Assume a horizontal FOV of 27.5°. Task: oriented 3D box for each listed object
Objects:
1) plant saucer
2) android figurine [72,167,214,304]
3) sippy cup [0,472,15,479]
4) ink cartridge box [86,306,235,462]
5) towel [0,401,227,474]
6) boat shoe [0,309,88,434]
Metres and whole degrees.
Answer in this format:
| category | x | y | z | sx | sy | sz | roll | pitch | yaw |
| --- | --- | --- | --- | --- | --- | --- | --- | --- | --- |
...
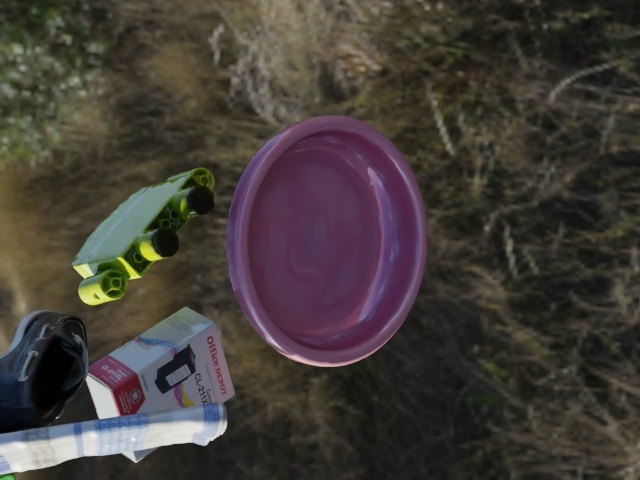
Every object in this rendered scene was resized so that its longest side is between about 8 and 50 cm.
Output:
| category | x | y | z | sx | sy | sz | roll | pitch | yaw |
| --- | --- | --- | --- | --- | --- | --- | --- | --- | --- |
| plant saucer | 0.000 | 0.000 | 1.750 | 0.084 | 0.332 | 0.332 | 3 | 87 | 50 |
| android figurine | -0.256 | -0.010 | 1.860 | 0.273 | 0.056 | 0.248 | -14 | 34 | 54 |
| sippy cup | -0.514 | 0.297 | 1.513 | 0.240 | 0.224 | 0.305 | -59 | -8 | 31 |
| ink cartridge box | -0.211 | 0.189 | 1.737 | 0.072 | 0.175 | 0.127 | 23 | 136 | 45 |
| towel | -0.238 | 0.207 | 1.341 | 0.209 | 0.285 | 0.034 | 127 | 135 | -74 |
| boat shoe | -0.312 | 0.152 | 1.489 | 0.302 | 0.091 | 0.114 | -63 | -36 | -71 |
